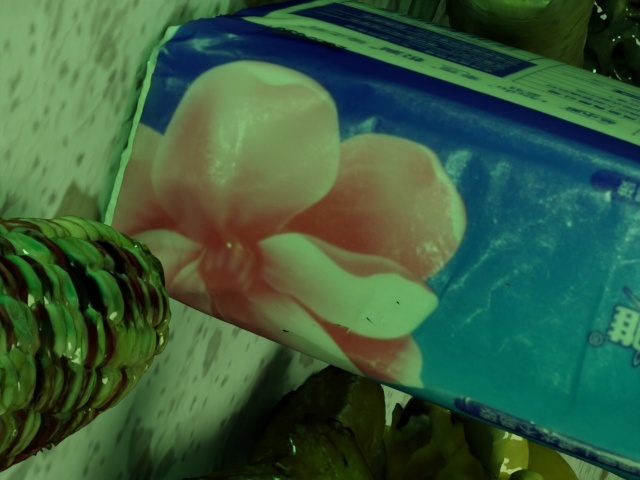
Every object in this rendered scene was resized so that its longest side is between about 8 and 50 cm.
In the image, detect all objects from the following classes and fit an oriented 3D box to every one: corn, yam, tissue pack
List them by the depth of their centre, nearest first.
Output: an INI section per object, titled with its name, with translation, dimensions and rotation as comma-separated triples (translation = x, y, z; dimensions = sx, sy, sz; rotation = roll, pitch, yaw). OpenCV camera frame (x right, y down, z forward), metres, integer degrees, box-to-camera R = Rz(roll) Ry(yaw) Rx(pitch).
[corn]
translation = -0.115, 0.034, 0.589
dimensions = 0.253, 0.086, 0.086
rotation = -18, 126, -73
[tissue pack]
translation = 0.074, -0.005, 0.816
dimensions = 0.209, 0.269, 0.137
rotation = -32, 138, -66
[yam]
translation = 0.107, -0.116, 1.015
dimensions = 0.371, 0.083, 0.083
rotation = 39, 72, -81

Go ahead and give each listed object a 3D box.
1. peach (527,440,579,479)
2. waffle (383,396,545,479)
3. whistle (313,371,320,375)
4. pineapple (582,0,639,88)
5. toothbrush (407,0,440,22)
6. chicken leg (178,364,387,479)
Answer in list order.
[peach]
translation = 0.132, 0.274, 1.573
dimensions = 0.251, 0.153, 0.251
rotation = 20, 90, -81
[waffle]
translation = 0.063, 0.239, 1.140
dimensions = 0.329, 0.062, 0.329
rotation = -168, -90, -68
[whistle]
translation = 0.010, 0.137, 1.163
dimensions = 0.046, 0.057, 0.109
rotation = -117, -142, -63
[pineapple]
translation = 0.259, -0.192, 1.474
dimensions = 0.170, 0.141, 0.310
rotation = -89, -170, -45
[toothbrush]
translation = 0.069, -0.166, 1.048
dimensions = 0.030, 0.030, 0.297
rotation = -97, -163, -65
[chicken leg]
translation = -0.031, 0.151, 0.928
dimensions = 0.211, 0.140, 0.361
rotation = -57, -173, 41
